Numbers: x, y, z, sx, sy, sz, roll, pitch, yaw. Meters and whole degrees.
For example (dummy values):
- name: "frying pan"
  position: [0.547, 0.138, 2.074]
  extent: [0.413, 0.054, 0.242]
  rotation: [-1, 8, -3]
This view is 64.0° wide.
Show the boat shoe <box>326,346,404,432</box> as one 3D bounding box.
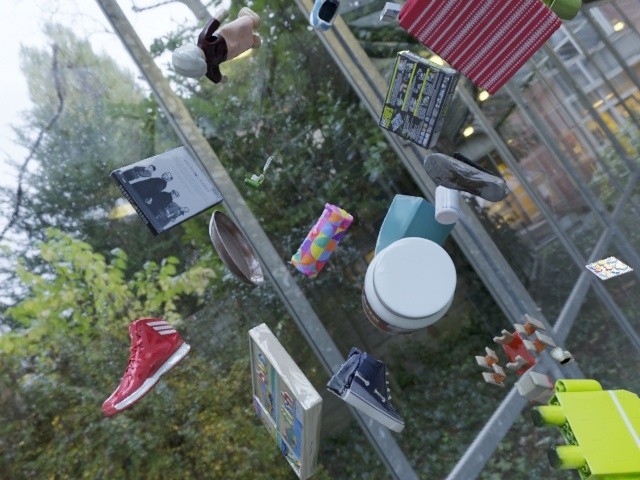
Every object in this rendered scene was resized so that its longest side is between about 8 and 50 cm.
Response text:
- name: "boat shoe"
  position: [0.178, 0.460, 1.568]
  extent: [0.127, 0.340, 0.158]
  rotation: [17, 70, 52]

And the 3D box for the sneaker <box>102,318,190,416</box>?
- name: "sneaker"
  position: [-0.379, 0.243, 1.041]
  extent: [0.087, 0.128, 0.221]
  rotation: [-29, 10, 36]

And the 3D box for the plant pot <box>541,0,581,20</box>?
- name: "plant pot"
  position: [0.604, -0.589, 1.283]
  extent: [0.083, 0.079, 0.083]
  rotation: [-165, 90, -83]

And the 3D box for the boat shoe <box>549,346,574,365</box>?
- name: "boat shoe"
  position: [0.830, 0.406, 1.745]
  extent: [0.056, 0.048, 0.153]
  rotation: [-41, -44, 14]

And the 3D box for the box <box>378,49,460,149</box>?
- name: "box"
  position: [0.328, -0.475, 1.738]
  extent: [0.060, 0.216, 0.269]
  rotation: [-30, -36, -43]

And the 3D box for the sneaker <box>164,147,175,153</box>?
- name: "sneaker"
  position: [-0.448, -0.236, 1.729]
  extent: [0.078, 0.106, 0.234]
  rotation: [9, -15, 33]

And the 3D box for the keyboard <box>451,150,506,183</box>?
- name: "keyboard"
  position: [0.488, -0.220, 1.586]
  extent: [0.023, 0.180, 0.108]
  rotation: [-58, -8, 12]

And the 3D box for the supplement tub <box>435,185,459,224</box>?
- name: "supplement tub"
  position: [0.381, -0.108, 1.542]
  extent: [0.071, 0.071, 0.107]
  rotation: [-40, 32, 48]

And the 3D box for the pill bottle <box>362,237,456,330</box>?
- name: "pill bottle"
  position: [0.225, 0.130, 1.356]
  extent: [0.224, 0.224, 0.392]
  rotation: [-32, -14, -5]

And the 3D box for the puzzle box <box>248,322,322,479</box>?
- name: "puzzle box"
  position: [-0.101, 0.444, 1.382]
  extent: [0.052, 0.272, 0.408]
  rotation: [-24, -41, -26]

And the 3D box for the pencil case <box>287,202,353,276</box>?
- name: "pencil case"
  position: [0.000, 0.000, 1.569]
  extent: [0.236, 0.104, 0.104]
  rotation: [-54, -12, 15]

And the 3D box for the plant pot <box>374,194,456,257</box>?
- name: "plant pot"
  position: [0.295, -0.008, 1.709]
  extent: [0.234, 0.166, 0.165]
  rotation: [-60, 24, -4]

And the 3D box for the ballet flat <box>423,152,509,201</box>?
- name: "ballet flat"
  position: [0.383, -0.168, 1.347]
  extent: [0.058, 0.250, 0.084]
  rotation: [-24, -50, -38]

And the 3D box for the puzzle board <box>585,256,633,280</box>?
- name: "puzzle board"
  position: [0.952, 0.090, 1.693]
  extent: [0.097, 0.011, 0.128]
  rotation: [-22, 15, 9]

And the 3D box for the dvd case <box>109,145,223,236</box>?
- name: "dvd case"
  position: [-0.372, -0.129, 1.271]
  extent: [0.030, 0.179, 0.239]
  rotation: [-34, 3, 37]

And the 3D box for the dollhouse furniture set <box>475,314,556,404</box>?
- name: "dollhouse furniture set"
  position: [0.722, 0.440, 1.809]
  extent: [0.262, 0.135, 0.259]
  rotation: [-51, 29, 28]

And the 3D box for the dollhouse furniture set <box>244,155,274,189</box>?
- name: "dollhouse furniture set"
  position: [-0.244, -0.276, 2.042]
  extent: [0.151, 0.059, 0.076]
  rotation: [-65, 3, -21]

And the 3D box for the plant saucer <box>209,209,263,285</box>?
- name: "plant saucer"
  position: [-0.305, 0.035, 1.813]
  extent: [0.050, 0.310, 0.310]
  rotation: [-30, -6, 6]

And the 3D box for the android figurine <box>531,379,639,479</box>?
- name: "android figurine"
  position: [0.566, 0.383, 1.009]
  extent: [0.273, 0.248, 0.056]
  rotation: [0, -47, -9]

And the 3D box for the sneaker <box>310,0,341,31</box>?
- name: "sneaker"
  position: [0.036, -0.732, 1.497]
  extent: [0.085, 0.086, 0.237]
  rotation: [7, -77, -39]

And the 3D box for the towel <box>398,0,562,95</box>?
- name: "towel"
  position: [0.320, -0.448, 1.043]
  extent: [0.199, 0.275, 0.031]
  rotation: [-48, 19, 35]

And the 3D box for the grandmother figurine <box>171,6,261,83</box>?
- name: "grandmother figurine"
  position: [-0.292, -0.542, 1.448]
  extent: [0.342, 0.104, 0.207]
  rotation: [-50, -36, -46]

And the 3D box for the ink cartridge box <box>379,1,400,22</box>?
- name: "ink cartridge box"
  position: [0.241, -0.793, 1.795]
  extent: [0.048, 0.028, 0.083]
  rotation: [5, -14, -13]
